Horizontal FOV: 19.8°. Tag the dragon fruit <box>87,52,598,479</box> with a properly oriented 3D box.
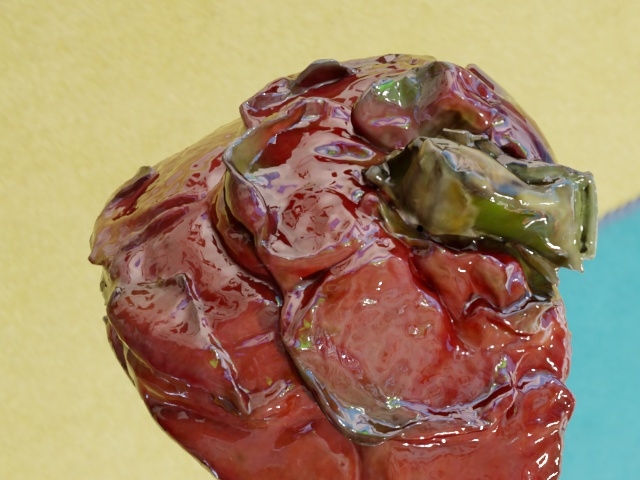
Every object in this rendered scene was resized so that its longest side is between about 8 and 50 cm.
[{"bbox_3d":[0.000,0.000,0.860,0.152,0.317,0.205,18,113,-46],"label":"dragon fruit"}]
